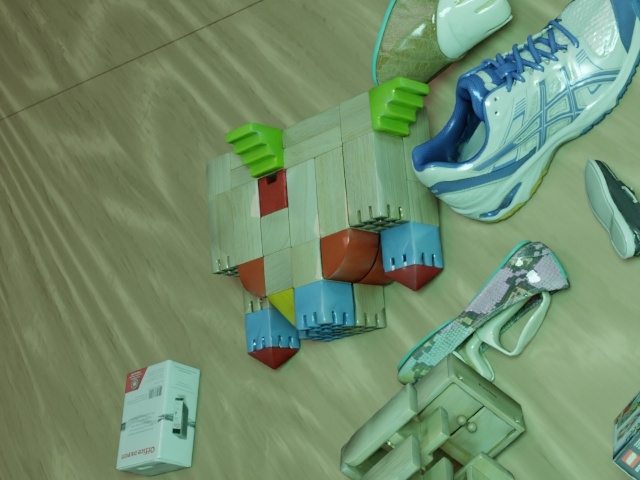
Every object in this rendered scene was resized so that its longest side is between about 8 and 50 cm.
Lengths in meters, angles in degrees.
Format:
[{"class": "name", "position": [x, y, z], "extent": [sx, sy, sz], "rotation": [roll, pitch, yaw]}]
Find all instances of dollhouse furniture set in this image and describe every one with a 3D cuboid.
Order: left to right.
[{"class": "dollhouse furniture set", "position": [0.108, 0.245, 1.165], "extent": [0.161, 0.212, 0.242], "rotation": [-46, 16, 22]}]

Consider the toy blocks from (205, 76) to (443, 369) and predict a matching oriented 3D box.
[{"class": "toy blocks", "position": [0.000, 0.000, 1.459], "extent": [0.381, 0.191, 0.261], "rotation": [-19, 70, 43]}]

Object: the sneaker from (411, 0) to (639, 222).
[{"class": "sneaker", "position": [0.214, -0.153, 1.294], "extent": [0.296, 0.131, 0.112], "rotation": [-55, 38, 12]}]

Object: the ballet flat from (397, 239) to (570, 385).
[{"class": "ballet flat", "position": [0.167, 0.096, 1.280], "extent": [0.221, 0.077, 0.079], "rotation": [-47, 62, 23]}]

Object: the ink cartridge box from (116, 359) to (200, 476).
[{"class": "ink cartridge box", "position": [-0.215, 0.237, 1.660], "extent": [0.099, 0.056, 0.135], "rotation": [-21, 57, 43]}]

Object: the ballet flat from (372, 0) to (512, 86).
[{"class": "ballet flat", "position": [0.177, -0.303, 1.415], "extent": [0.124, 0.116, 0.342], "rotation": [14, 67, 37]}]

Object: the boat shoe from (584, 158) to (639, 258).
[{"class": "boat shoe", "position": [0.291, -0.034, 1.217], "extent": [0.125, 0.038, 0.046], "rotation": [-107, 11, -46]}]

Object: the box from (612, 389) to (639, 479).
[{"class": "box", "position": [0.324, 0.105, 1.056], "extent": [0.207, 0.036, 0.114], "rotation": [-54, -5, 16]}]
